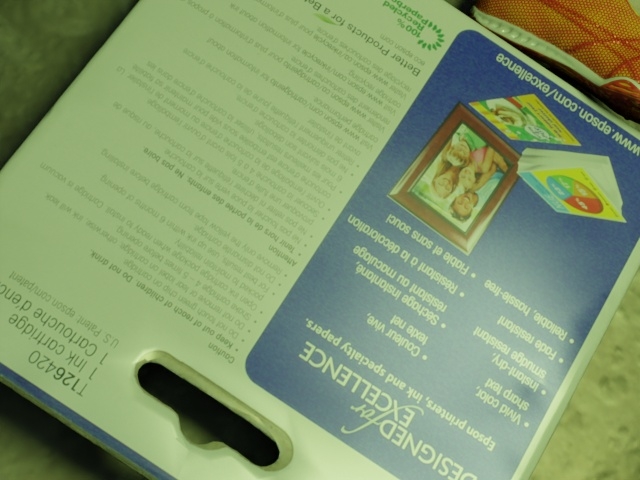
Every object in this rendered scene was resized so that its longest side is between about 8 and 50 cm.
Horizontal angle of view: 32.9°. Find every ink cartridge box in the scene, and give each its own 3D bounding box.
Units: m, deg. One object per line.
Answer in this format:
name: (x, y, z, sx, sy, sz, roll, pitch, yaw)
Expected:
ink cartridge box: (0.000, 0.000, 0.573, 0.303, 0.072, 0.307, 34, 71, -2)

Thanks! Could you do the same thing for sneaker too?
sneaker: (0.166, -0.112, 0.610, 0.175, 0.064, 0.067, 35, 95, 19)

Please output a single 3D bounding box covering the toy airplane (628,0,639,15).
toy airplane: (0.400, -0.142, 0.620, 0.384, 0.272, 0.386, -38, 93, 19)
